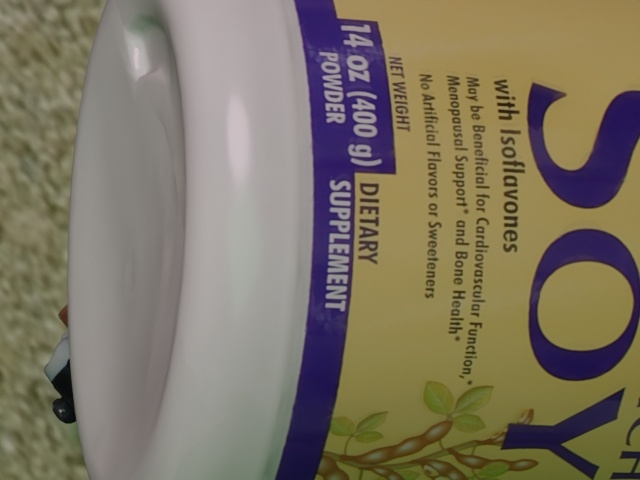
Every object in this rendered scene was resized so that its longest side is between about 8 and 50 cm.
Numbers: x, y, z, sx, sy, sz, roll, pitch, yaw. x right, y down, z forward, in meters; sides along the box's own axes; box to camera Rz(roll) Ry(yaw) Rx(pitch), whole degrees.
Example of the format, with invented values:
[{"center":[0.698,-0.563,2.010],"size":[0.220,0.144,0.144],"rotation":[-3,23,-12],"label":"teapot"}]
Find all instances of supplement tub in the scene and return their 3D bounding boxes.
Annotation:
[{"center":[0.083,0.005,0.777],"size":[0.331,0.241,0.241],"rotation":[2,95,-18],"label":"supplement tub"}]

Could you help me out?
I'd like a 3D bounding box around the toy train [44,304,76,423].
[{"center":[-0.057,0.091,0.952],"size":[0.105,0.080,0.184],"rotation":[-44,84,18],"label":"toy train"}]
